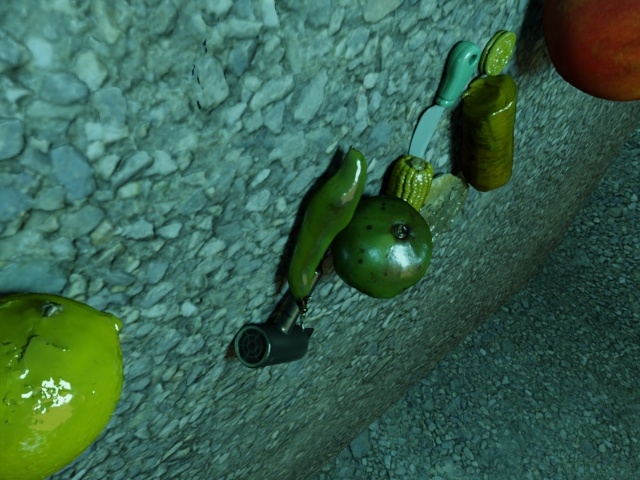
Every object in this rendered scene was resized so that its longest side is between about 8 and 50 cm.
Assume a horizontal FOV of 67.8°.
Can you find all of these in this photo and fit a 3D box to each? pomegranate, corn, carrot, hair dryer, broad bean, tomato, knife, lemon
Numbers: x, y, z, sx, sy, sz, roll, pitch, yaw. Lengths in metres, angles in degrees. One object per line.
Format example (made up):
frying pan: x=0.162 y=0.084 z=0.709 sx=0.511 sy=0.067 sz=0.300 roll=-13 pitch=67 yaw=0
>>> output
pomegranate: x=0.099 y=0.020 z=0.871 sx=0.187 sy=0.187 sz=0.225 roll=-37 pitch=177 yaw=-21
corn: x=0.160 y=-0.062 z=0.932 sx=0.080 sy=0.080 sz=0.230 roll=-29 pitch=145 yaw=-33
carrot: x=0.344 y=-0.205 z=0.983 sx=0.114 sy=0.114 sz=0.302 roll=-46 pitch=150 yaw=-6
hair dryer: x=-0.034 y=0.126 z=0.909 sx=0.248 sy=0.078 sz=0.196 roll=-60 pitch=152 yaw=8
broad bean: x=-0.002 y=-0.004 z=0.780 sx=0.067 sy=0.075 sz=0.324 roll=-59 pitch=171 yaw=-64
tomato: x=0.566 y=-0.409 z=0.827 sx=0.293 sy=0.325 sz=0.290 roll=-39 pitch=-165 yaw=-25
knife: x=0.205 y=-0.225 z=0.851 sx=0.063 sy=0.034 sz=0.260 roll=-16 pitch=141 yaw=-40
lemon: x=-0.285 y=0.144 z=0.457 sx=0.206 sy=0.173 sz=0.173 roll=-43 pitch=153 yaw=7

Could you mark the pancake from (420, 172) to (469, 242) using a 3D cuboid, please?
pancake: x=0.250 y=-0.041 z=1.117 sx=0.283 sy=0.049 sz=0.282 roll=-36 pitch=149 yaw=-25

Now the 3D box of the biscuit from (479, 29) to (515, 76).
biscuit: x=0.327 y=-0.345 z=0.879 sx=0.084 sy=0.023 sz=0.083 roll=-34 pitch=147 yaw=-26
